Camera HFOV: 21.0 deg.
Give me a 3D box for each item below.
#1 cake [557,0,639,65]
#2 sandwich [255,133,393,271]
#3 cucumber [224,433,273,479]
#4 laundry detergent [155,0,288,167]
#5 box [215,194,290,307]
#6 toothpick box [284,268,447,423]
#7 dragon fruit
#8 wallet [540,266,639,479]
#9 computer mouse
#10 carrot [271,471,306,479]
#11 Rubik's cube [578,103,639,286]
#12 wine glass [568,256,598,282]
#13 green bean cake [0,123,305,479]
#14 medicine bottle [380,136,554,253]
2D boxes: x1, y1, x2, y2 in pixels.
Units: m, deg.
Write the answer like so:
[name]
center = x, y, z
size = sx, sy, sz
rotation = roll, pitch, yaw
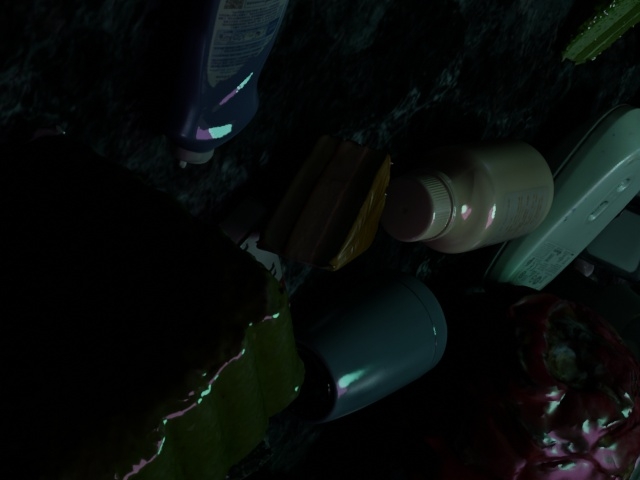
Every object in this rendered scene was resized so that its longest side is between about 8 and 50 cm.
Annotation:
[cake]
center = 0.362, -0.284, 1.935
size = 0.100, 0.099, 0.235
rotation = 3, 119, -61
[sandwich]
center = 0.000, 0.000, 1.550
size = 0.113, 0.079, 0.163
rotation = 97, 14, -44
[cucumber]
center = -0.121, 0.238, 1.726
size = 0.256, 0.043, 0.044
rotation = -15, 139, -58
[laundry detergent]
center = -0.075, -0.143, 1.304
size = 0.096, 0.061, 0.206
rotation = -30, 146, -50
[box]
center = -0.081, 0.049, 1.573
size = 0.115, 0.036, 0.177
rotation = -49, 155, -20
[toothpick box]
center = 0.033, 0.112, 1.776
size = 0.184, 0.120, 0.120
rotation = -26, 142, -44
[dragon fruit]
center = 0.229, 0.207, 2.038
size = 0.329, 0.329, 0.329
rotation = -43, 154, -28
[wallet]
center = 0.354, 0.180, 2.261
size = 0.083, 0.360, 0.252
rotation = 26, 98, -28
[computer mouse]
center = 0.293, -0.052, 2.101
size = 0.288, 0.097, 0.159
rotation = -46, 158, 13
[carrot]
center = -0.061, 0.432, 1.884
size = 0.341, 0.224, 0.224
rotation = -57, 157, -11
[Rubik's cube]
center = 0.571, -0.054, 2.357
size = 0.305, 0.301, 0.304
rotation = 2, 112, -64
[wine glass]
center = 0.368, 0.033, 2.424
size = 0.039, 0.042, 0.083
rotation = -51, 153, -27
[green bean cake]
center = -0.169, 0.081, 1.167
size = 0.247, 0.250, 0.156
rotation = -45, 154, -26
[medicine bottle]
center = 0.146, -0.045, 1.796
size = 0.252, 0.114, 0.114
rotation = -12, 131, -59
